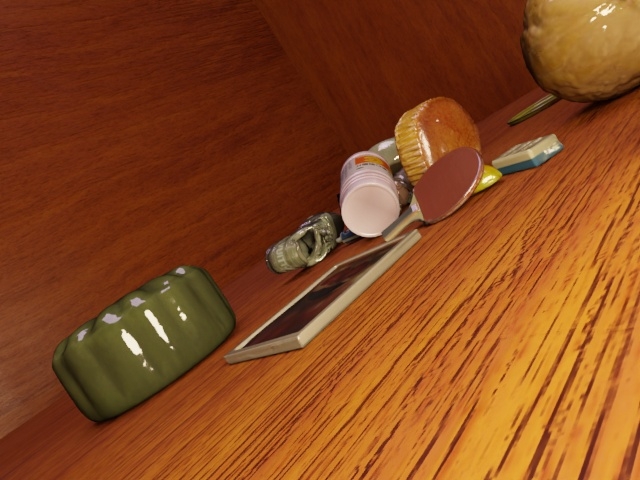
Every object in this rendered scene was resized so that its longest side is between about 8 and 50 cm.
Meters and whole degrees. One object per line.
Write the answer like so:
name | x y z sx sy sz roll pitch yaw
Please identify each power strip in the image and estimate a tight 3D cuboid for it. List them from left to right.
power strip | 0.334 -0.139 0.767 0.056 0.032 0.123 -34 5 -6

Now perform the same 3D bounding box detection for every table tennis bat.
table tennis bat | 0.188 -0.071 0.809 0.220 0.019 0.130 -44 30 28

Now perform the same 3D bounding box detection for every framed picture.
framed picture | 0.006 0.085 0.716 0.289 0.020 0.211 -37 6 -40

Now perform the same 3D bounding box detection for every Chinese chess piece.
Chinese chess piece | 0.275 -0.279 1.692 0.250 0.101 0.250 -11 -16 -3

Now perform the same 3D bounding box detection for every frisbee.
frisbee | 0.710 -0.436 1.502 0.236 0.017 0.236 -32 5 3

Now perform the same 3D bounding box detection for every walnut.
walnut | 0.510 -0.400 0.838 0.332 0.333 0.333 -32 4 3

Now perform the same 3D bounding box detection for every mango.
mango | 0.247 -0.105 0.844 0.101 0.066 0.187 -34 13 -14

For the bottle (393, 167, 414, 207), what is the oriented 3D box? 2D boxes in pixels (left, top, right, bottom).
bottle | 0.233 -0.146 1.224 0.152 0.099 0.099 -42 6 -9

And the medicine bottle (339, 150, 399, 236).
medicine bottle | 0.109 -0.114 1.089 0.133 0.133 0.250 -31 20 18

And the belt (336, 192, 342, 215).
belt | 0.149 -0.126 1.362 0.198 0.078 0.151 -14 6 -15

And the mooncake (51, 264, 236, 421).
mooncake | -0.354 0.195 0.960 0.351 0.187 0.351 -30 3 2

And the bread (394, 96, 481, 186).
bread | 0.260 -0.208 1.021 0.199 0.199 0.104 -34 9 -23

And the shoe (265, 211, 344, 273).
shoe | -0.001 -0.002 1.241 0.149 0.109 0.293 -12 17 48

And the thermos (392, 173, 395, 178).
thermos | 0.200 -0.161 1.689 0.187 0.073 0.083 -30 6 29

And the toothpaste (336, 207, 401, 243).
toothpaste | 0.111 -0.031 1.139 0.197 0.035 0.057 -25 18 40
